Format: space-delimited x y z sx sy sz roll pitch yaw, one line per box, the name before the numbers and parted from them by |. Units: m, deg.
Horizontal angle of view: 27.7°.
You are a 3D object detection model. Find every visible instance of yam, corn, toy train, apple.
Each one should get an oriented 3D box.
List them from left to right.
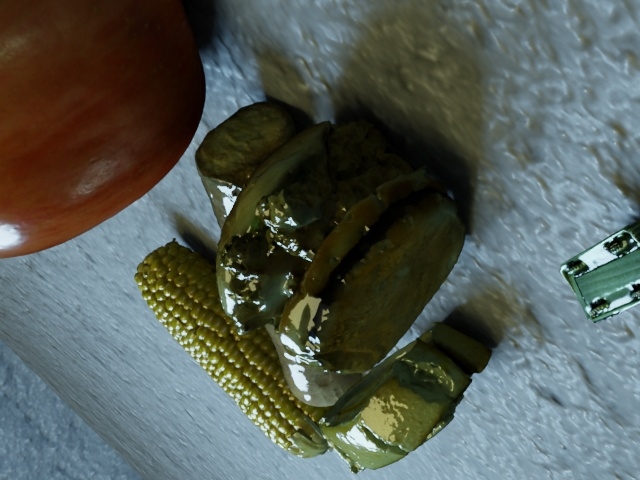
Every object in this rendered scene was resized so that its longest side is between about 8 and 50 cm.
apple | -0.211 -0.108 0.891 0.242 0.241 0.242 40 159 19
corn | -0.073 0.104 1.248 0.260 0.091 0.091 45 142 10
yam | -0.024 0.029 1.035 0.081 0.081 0.356 31 156 30
toy train | 0.167 0.010 0.679 0.038 0.056 0.093 60 160 7

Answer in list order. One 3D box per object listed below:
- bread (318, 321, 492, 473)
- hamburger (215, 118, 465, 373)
bread | 0.065 0.119 0.981 0.064 0.117 0.156 46 159 0
hamburger | 0.000 0.000 0.830 0.131 0.159 0.185 39 178 23
